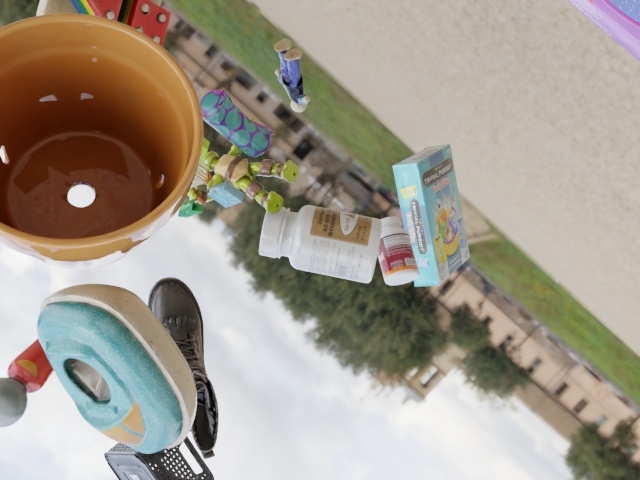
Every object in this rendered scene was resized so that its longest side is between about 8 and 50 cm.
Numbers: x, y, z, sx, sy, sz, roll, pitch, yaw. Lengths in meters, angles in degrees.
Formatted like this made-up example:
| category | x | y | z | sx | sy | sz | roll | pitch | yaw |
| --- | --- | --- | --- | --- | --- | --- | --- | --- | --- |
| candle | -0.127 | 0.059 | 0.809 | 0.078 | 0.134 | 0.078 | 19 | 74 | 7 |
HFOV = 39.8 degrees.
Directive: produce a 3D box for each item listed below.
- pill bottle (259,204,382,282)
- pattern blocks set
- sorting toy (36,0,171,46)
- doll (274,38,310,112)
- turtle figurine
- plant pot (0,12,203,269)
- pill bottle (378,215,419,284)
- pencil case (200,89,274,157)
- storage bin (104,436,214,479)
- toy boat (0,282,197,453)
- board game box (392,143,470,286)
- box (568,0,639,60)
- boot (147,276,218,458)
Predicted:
| category | x | y | z | sx | sy | sz | roll | pitch | yaw |
| --- | --- | --- | --- | --- | --- | --- | --- | --- | --- |
| pill bottle | 0.000 | 0.000 | 1.751 | 0.229 | 0.131 | 0.131 | 11 | -173 | 1 |
| pattern blocks set | -0.297 | -0.141 | 1.493 | 0.285 | 0.026 | 0.325 | -8 | 143 | 35 |
| sorting toy | -0.387 | -0.497 | 1.705 | 0.089 | 0.257 | 0.255 | 10 | 174 | 36 |
| doll | -0.058 | -0.347 | 1.938 | 0.129 | 0.046 | 0.189 | 49 | 163 | 29 |
| turtle figurine | -0.166 | -0.123 | 1.733 | 0.217 | 0.270 | 0.087 | 22 | 154 | 26 |
| plant pot | -0.291 | -0.093 | 1.058 | 0.291 | 0.291 | 0.203 | 43 | 157 | 7 |
| pill bottle | 0.178 | 0.024 | 2.121 | 0.086 | 0.086 | 0.152 | 30 | -137 | -62 |
| pencil case | -0.160 | -0.223 | 1.687 | 0.151 | 0.070 | 0.064 | 39 | -179 | -43 |
| storage bin | -0.271 | 0.378 | 1.472 | 0.180 | 0.084 | 0.122 | -20 | 105 | 54 |
| toy boat | -0.313 | 0.185 | 1.154 | 0.148 | 0.318 | 0.268 | -55 | -53 | -42 |
| board game box | 0.310 | -0.073 | 2.425 | 0.253 | 0.079 | 0.336 | -32 | -66 | -57 |
| box | 0.403 | -0.297 | 0.973 | 0.293 | 0.201 | 0.057 | 42 | -174 | 4 |
| boot | -0.213 | 0.200 | 1.448 | 0.229 | 0.091 | 0.263 | -157 | 55 | -73 |
